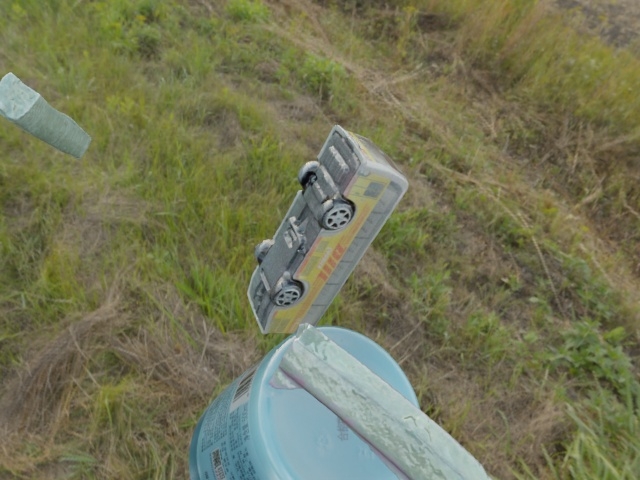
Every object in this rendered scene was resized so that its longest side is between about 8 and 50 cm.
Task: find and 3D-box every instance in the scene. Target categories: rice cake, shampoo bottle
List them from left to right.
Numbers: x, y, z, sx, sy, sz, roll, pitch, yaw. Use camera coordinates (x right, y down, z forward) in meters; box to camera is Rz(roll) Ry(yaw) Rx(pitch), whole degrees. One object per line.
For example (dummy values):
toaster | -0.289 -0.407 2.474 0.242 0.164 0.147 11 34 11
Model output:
rice cake | -0.243 -0.104 0.477 0.029 0.171 0.033 29 84 -5
shampoo bottle | -0.034 0.367 0.990 0.331 0.342 0.331 17 50 -22
rice cake | 0.070 0.196 0.532 0.290 0.081 0.051 37 20 15

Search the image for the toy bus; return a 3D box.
toy bus | 0.000 0.000 0.640 0.106 0.268 0.092 9 35 -35
